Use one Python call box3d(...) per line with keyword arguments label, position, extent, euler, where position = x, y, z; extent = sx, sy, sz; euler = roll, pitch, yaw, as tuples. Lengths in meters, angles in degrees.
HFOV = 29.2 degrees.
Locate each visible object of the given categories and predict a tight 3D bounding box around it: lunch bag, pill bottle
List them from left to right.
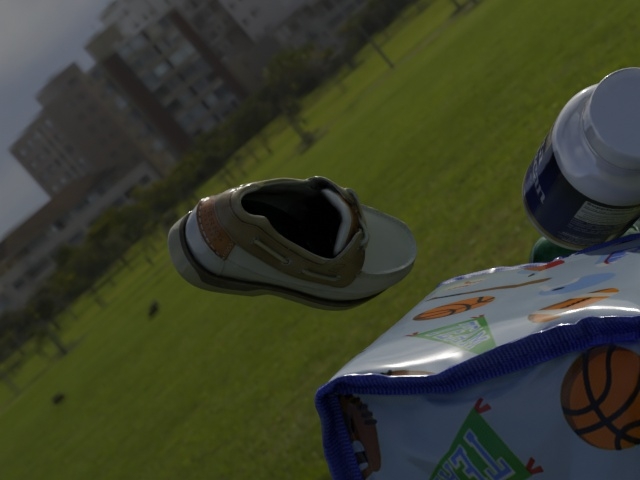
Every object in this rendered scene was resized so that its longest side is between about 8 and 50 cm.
box3d(label="pill bottle", position=(0.211, -0.060, 0.908), extent=(0.094, 0.094, 0.169), euler=(-42, -11, -15))
box3d(label="lunch bag", position=(0.186, 0.209, 0.746), extent=(0.239, 0.385, 0.328), euler=(-14, 3, 21))

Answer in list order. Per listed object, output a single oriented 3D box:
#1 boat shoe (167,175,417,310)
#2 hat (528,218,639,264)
box3d(label="boat shoe", position=(0.000, 0.000, 1.215), extent=(0.302, 0.113, 0.103), euler=(-1, -27, -45))
box3d(label="hat", position=(0.215, 0.019, 1.242), extent=(0.208, 0.183, 0.173), euler=(138, 148, -76))
